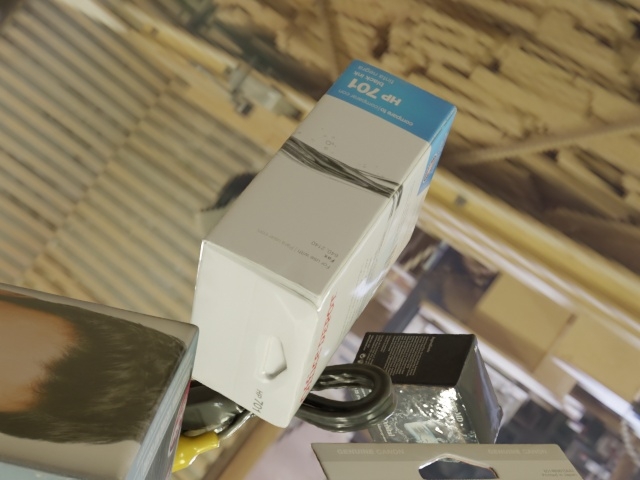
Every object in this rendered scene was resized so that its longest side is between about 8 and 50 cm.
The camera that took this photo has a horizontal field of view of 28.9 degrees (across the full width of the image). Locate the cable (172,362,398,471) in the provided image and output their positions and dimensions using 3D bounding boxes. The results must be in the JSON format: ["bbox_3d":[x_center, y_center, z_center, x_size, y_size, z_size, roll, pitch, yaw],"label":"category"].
[{"bbox_3d":[-0.065,0.155,1.151,0.139,0.287,0.072,-79,-23,-58],"label":"cable"}]

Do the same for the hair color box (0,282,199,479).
[{"bbox_3d":[-0.258,0.077,0.558,0.375,0.113,0.185,13,-164,0],"label":"hair color box"}]

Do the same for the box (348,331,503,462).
[{"bbox_3d":[0.137,0.204,1.612,0.158,0.093,0.156,-2,131,28],"label":"box"}]

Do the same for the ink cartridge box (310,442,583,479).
[{"bbox_3d":[0.155,0.292,1.138,0.296,0.066,0.261,5,-152,-26],"label":"ink cartridge box"}]

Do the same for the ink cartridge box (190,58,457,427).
[{"bbox_3d":[0.000,0.000,0.779,0.082,0.190,0.139,29,140,11],"label":"ink cartridge box"}]
